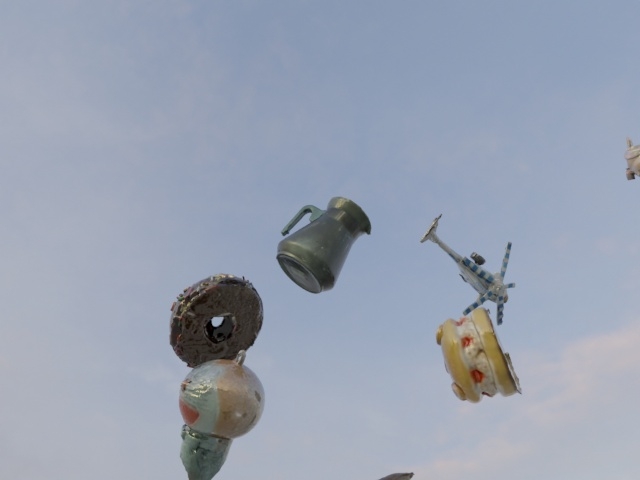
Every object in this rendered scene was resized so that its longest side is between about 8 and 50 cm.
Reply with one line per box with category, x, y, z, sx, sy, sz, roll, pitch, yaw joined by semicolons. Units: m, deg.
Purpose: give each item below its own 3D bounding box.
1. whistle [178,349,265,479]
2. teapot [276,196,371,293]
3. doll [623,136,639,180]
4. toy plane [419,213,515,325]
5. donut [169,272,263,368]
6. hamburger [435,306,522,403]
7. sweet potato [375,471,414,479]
whistle;-0.235;0.391;1.000;0.189;0.189;0.347;21;-94;-15
teapot;0.000;0.000;1.213;0.203;0.225;0.171;28;-29;25
doll;0.707;-0.170;1.059;0.073;0.127;0.084;0;-39;-26
toy plane;0.312;0.064;1.040;0.273;0.107;0.181;19;-89;-15
donut;-0.274;0.210;1.258;0.270;0.103;0.269;-13;-66;-32
hamburger;0.455;0.342;1.413;0.186;0.260;0.303;-23;-17;20
sweet potato;0.114;0.607;1.079;0.269;0.075;0.074;-37;-51;-25
